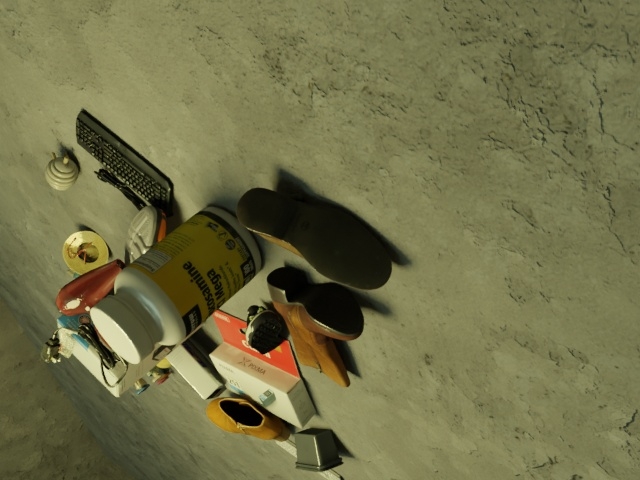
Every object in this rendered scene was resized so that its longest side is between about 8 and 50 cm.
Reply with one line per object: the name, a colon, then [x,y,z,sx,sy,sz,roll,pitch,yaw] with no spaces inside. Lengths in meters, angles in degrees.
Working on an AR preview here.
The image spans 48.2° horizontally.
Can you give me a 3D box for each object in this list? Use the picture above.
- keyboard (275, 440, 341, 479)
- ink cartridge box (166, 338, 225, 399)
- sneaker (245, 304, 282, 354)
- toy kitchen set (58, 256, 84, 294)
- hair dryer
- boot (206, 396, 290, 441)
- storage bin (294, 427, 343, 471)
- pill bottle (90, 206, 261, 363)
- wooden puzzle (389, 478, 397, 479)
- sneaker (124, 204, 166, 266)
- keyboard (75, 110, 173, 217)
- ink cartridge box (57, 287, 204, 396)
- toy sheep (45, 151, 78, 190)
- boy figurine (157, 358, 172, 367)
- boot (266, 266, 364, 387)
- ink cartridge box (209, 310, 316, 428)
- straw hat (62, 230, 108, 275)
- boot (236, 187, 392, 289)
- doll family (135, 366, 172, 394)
keyboard: [-0.038,0.629,2.045,0.256,0.014,0.072,26,142,32]
ink cartridge box: [-0.397,0.306,2.006,0.332,0.065,0.165,46,177,11]
sneaker: [-0.143,0.188,1.602,0.097,0.084,0.234,57,166,18]
toy kitchen set: [-0.696,0.150,2.272,0.122,0.166,0.207,11,169,45]
hair dryer: [-0.523,0.179,1.690,0.223,0.293,0.080,16,-174,8]
boot: [-0.235,0.471,1.970,0.295,0.104,0.211,11,157,29]
storage bin: [-0.007,0.536,1.849,0.135,0.098,0.091,-16,84,56]
pill bottle: [-0.295,0.092,1.470,0.188,0.334,0.188,31,145,25]
wooden puzzle: [0.197,0.604,1.744,0.083,0.006,0.049,-8,118,53]
sneaker: [-0.373,0.057,1.723,0.124,0.180,0.321,53,134,43]
keyboard: [-0.469,-0.157,1.698,0.317,0.033,0.201,38,147,16]
ink cartridge box: [-0.480,0.209,1.844,0.223,0.307,0.129,40,145,14]
toy sheep: [-0.678,-0.181,1.872,0.091,0.091,0.132,44,143,6]
boy figurine: [-0.514,0.274,2.139,0.285,0.092,0.177,61,177,-22]
boot: [0.010,0.212,1.462,0.264,0.096,0.280,18,138,38]
ink cartridge box: [-0.168,0.322,1.822,0.296,0.066,0.261,17,138,40]
straw hat: [-0.686,0.035,2.130,0.144,0.144,0.061,46,-171,3]
boot: [0.000,0.000,1.275,0.305,0.112,0.115,28,173,22]
doll family: [-0.552,0.375,2.279,0.163,0.118,0.263,50,-175,7]
